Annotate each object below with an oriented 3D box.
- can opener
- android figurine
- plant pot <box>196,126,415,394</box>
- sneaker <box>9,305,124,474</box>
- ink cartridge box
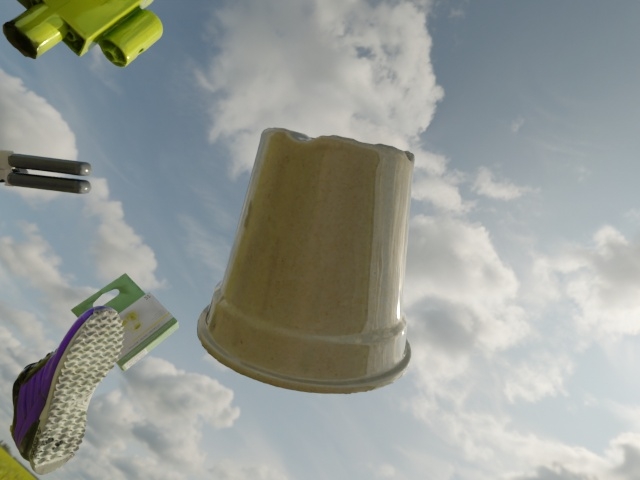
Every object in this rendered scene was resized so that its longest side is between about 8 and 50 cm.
[{"bbox_3d":[-0.601,-0.146,0.833,0.281,0.093,0.074,7,-82,10],"label":"can opener"},{"bbox_3d":[-0.315,-0.350,0.504,0.056,0.272,0.248,-15,-49,46],"label":"android figurine"},{"bbox_3d":[0.000,0.000,0.607,0.334,0.334,0.305,15,-77,27],"label":"plant pot"},{"bbox_3d":[-0.464,0.237,0.703,0.146,0.293,0.102,22,-2,25],"label":"sneaker"},{"bbox_3d":[-0.518,0.199,1.057,0.235,0.171,0.056,41,-32,13],"label":"ink cartridge box"}]
